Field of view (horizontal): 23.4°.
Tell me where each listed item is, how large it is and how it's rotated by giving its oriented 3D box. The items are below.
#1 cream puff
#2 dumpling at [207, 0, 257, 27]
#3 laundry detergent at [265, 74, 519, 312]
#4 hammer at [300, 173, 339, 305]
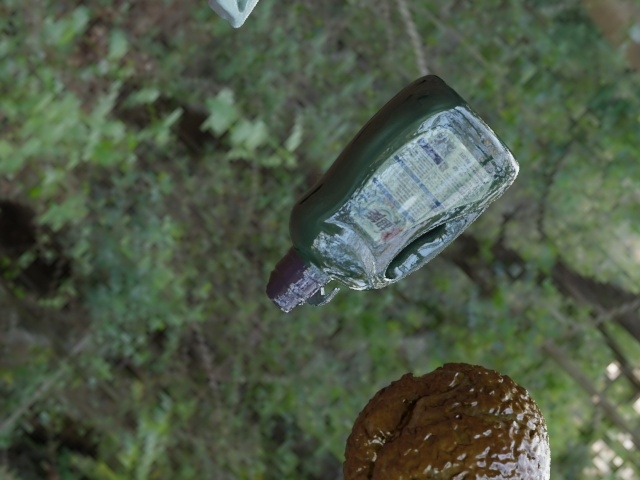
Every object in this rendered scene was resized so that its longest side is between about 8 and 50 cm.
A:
[{"bbox_3d":[0.151,0.277,1.990,0.303,0.212,0.303,-35,-157,17],"label":"cream puff"},{"bbox_3d":[-0.108,-0.367,1.890,0.149,0.105,0.216,-161,-104,-80],"label":"dumpling"},{"bbox_3d":[0.050,-0.020,1.247,0.221,0.078,0.144,-46,133,4],"label":"laundry detergent"},{"bbox_3d":[0.000,0.000,2.124,0.017,0.062,0.182,3,91,-64],"label":"hammer"}]
